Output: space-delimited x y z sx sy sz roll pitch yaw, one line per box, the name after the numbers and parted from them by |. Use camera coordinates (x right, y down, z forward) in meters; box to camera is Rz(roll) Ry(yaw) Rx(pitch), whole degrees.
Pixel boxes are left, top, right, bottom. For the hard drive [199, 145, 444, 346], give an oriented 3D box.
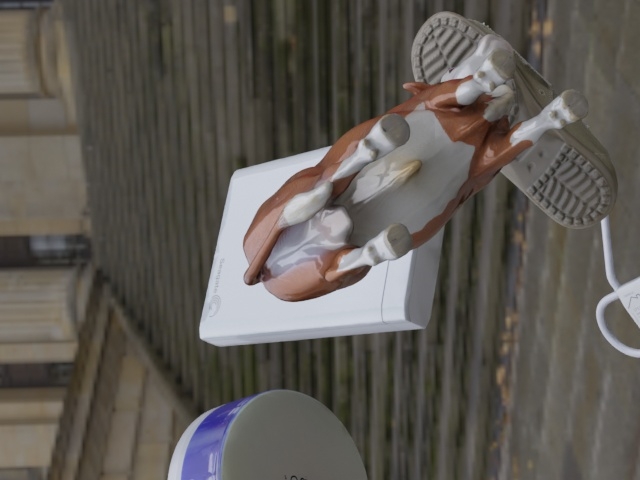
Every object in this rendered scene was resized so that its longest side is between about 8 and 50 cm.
0.000 0.000 1.385 0.353 0.047 0.233 -10 63 47 | hard drive

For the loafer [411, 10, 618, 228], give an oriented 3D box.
0.199 -0.123 1.204 0.268 0.102 0.092 50 -154 8 | loafer

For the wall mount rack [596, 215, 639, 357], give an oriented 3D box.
0.519 0.023 1.707 0.304 0.130 0.350 55 148 3 | wall mount rack

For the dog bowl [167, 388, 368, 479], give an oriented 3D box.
-0.061 0.328 1.506 0.104 0.265 0.265 -25 56 40 | dog bowl

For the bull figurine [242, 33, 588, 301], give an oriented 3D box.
0.076 -0.062 0.866 0.101 0.310 0.188 51 154 -4 | bull figurine
